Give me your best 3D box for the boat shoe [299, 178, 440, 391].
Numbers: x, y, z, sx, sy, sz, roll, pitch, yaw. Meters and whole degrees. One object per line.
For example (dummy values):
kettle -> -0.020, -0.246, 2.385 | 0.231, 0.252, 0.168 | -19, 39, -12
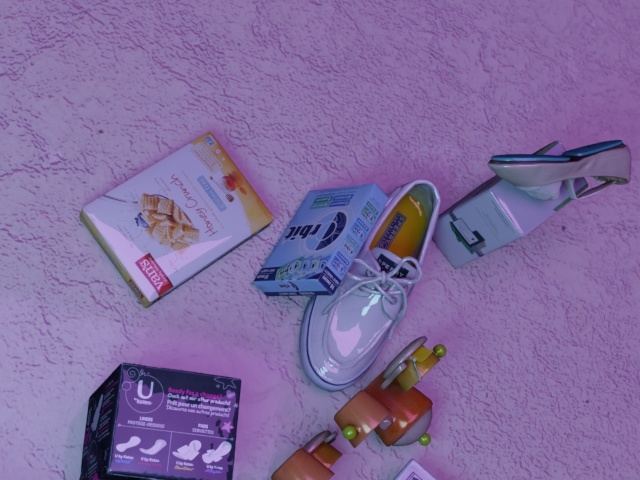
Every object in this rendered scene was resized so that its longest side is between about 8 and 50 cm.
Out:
boat shoe -> 0.094, 0.056, 1.745 | 0.136, 0.156, 0.367 | 34, 64, -6

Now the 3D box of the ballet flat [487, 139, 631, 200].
ballet flat -> 0.357, -0.096, 1.699 | 0.249, 0.086, 0.086 | -9, 76, -24

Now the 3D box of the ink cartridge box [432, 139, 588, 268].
ink cartridge box -> 0.289, -0.053, 1.821 | 0.160, 0.219, 0.092 | -35, 90, -26

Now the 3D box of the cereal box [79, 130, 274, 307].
cereal box -> -0.212, -0.034, 1.724 | 0.240, 0.047, 0.173 | -36, 87, -26

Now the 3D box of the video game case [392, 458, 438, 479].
video game case -> 0.136, 0.444, 1.668 | 0.173, 0.022, 0.190 | 42, 81, 4

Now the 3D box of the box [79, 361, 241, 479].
box -> -0.214, 0.257, 1.514 | 0.163, 0.247, 0.142 | 10, 71, -17

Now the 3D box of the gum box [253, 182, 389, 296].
gum box -> 0.000, 0.000, 1.730 | 0.041, 0.157, 0.184 | 45, 62, -29

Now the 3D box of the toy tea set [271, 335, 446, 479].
toy tea set -> 0.067, 0.290, 1.635 | 0.124, 0.200, 0.336 | 46, 63, 8
